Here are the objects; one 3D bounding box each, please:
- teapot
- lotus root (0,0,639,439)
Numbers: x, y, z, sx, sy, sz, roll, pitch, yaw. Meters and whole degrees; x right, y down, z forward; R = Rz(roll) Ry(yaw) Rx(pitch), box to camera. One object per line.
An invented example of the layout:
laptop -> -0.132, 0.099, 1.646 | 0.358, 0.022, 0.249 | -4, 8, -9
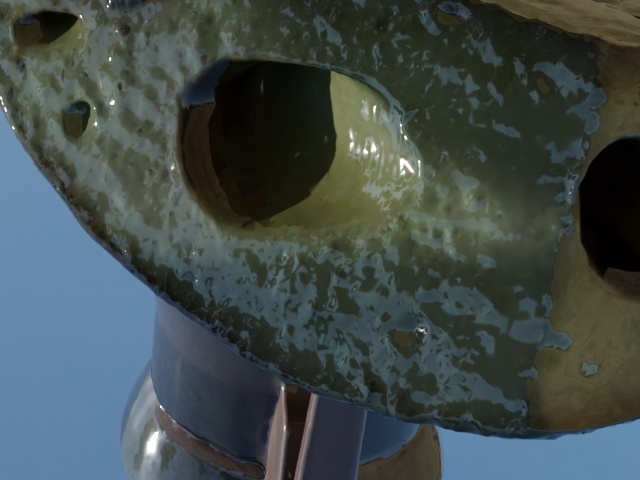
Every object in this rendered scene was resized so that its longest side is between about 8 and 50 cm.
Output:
teapot -> 0.000, 0.000, 0.992 | 0.253, 0.344, 0.300 | 3, -144, -5
lotus root -> 0.028, -0.038, 0.660 | 0.210, 0.142, 0.314 | -7, -155, -42
